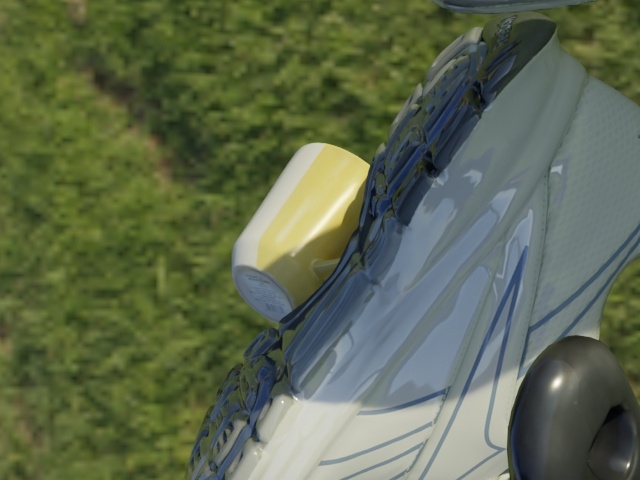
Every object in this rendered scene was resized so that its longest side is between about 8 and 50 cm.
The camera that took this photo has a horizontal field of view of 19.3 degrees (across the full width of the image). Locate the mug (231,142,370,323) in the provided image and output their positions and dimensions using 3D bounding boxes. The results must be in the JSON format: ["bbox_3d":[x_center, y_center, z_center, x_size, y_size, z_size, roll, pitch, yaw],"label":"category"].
[{"bbox_3d":[-0.003,-0.001,0.792,0.062,0.064,0.078,39,152,7],"label":"mug"}]

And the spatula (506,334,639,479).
[{"bbox_3d":[0.083,0.120,0.397,0.030,0.084,0.296,12,145,38],"label":"spatula"}]

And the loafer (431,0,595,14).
[{"bbox_3d":[0.145,-0.166,0.471,0.319,0.111,0.112,-30,53,13],"label":"loafer"}]

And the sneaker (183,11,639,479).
[{"bbox_3d":[0.039,0.061,0.735,0.297,0.129,0.111,-55,14,17],"label":"sneaker"}]
